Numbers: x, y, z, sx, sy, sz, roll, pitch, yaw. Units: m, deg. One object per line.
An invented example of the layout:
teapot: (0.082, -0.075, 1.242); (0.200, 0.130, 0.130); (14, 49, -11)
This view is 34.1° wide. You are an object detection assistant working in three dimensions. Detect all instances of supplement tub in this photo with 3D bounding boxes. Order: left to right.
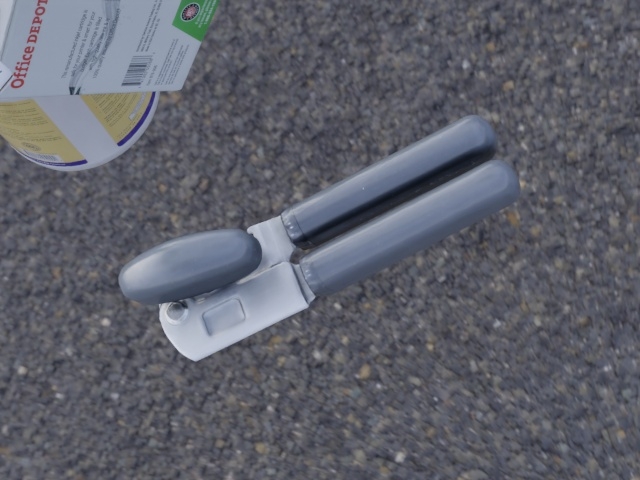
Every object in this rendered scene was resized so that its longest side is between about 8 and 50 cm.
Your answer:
supplement tub: (-0.358, -0.254, 1.329); (0.241, 0.331, 0.241); (-2, 71, 7)

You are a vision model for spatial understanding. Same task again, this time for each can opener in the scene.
can opener: (0.000, 0.000, 0.722); (0.280, 0.093, 0.074); (-25, 72, 8)

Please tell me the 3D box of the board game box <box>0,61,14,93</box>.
board game box: (-0.380, -0.175, 0.709); (0.193, 0.305, 0.053); (-19, 36, 42)

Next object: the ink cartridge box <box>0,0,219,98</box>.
ink cartridge box: (-0.219, -0.220, 1.007); (0.087, 0.208, 0.153); (62, 140, 25)
